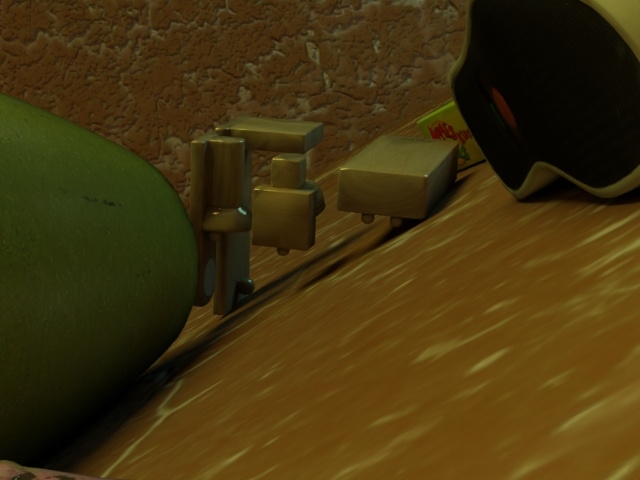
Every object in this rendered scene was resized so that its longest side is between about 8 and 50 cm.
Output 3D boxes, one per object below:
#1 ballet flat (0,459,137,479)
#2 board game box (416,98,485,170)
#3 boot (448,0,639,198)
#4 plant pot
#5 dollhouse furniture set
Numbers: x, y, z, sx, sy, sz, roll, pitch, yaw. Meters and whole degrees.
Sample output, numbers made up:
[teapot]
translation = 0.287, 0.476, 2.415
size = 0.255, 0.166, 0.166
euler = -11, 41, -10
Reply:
[ballet flat]
translation = -0.131, 0.094, 0.319
size = 0.221, 0.079, 0.077
euler = -30, 4, 17
[board game box]
translation = 0.160, -0.113, 0.888
size = 0.181, 0.043, 0.092
euler = -33, 5, -22
[boot]
translation = 0.146, -0.092, 0.496
size = 0.176, 0.088, 0.244
euler = -30, 1, -1
[plant pot]
translation = -0.207, 0.024, 0.707
size = 0.275, 0.275, 0.293
euler = -28, -12, 33
[dollhouse furniture set]
translation = 0.000, 0.000, 0.826
size = 0.151, 0.123, 0.144
euler = 6, 15, 13
